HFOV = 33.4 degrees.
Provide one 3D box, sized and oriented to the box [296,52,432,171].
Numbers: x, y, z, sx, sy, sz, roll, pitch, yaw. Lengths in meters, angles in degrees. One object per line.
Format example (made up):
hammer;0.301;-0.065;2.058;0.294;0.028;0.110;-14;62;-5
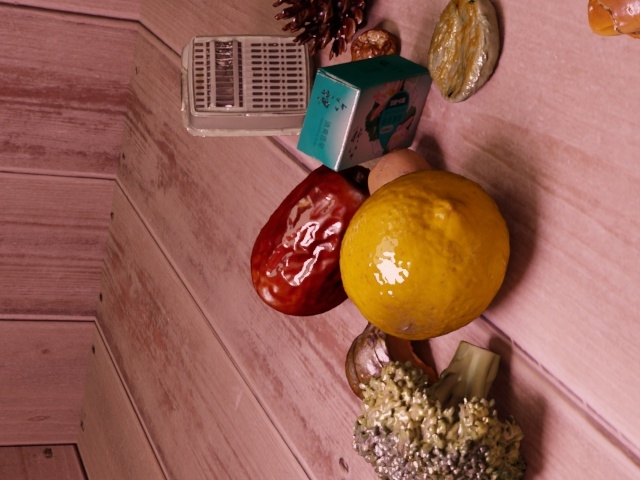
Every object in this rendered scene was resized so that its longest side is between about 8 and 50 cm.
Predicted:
box;0.079;-0.222;1.815;0.092;0.245;0.153;31;121;25

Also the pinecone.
pinecone;0.002;-0.459;2.078;0.207;0.207;0.208;-177;90;-65

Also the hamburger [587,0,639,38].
hamburger;0.417;-0.356;1.227;0.156;0.144;0.283;49;129;56

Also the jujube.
jujube;0.000;0.000;2.005;0.318;0.223;0.223;-58;36;30

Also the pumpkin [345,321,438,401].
pumpkin;0.112;0.167;1.841;0.131;0.126;0.248;-48;44;50

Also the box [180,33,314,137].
box;-0.156;-0.332;2.294;0.166;0.290;0.221;113;156;-78

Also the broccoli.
broccoli;0.172;0.284;1.595;0.288;0.235;0.260;21;111;26

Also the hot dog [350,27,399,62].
hot dog;0.093;-0.340;2.018;0.147;0.065;0.099;147;132;-63

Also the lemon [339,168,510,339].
lemon;0.156;0.028;1.627;0.310;0.253;0.254;126;140;-55

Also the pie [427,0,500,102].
pie;0.233;-0.316;1.739;0.187;0.041;0.187;-177;90;-66

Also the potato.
potato;0.147;-0.075;1.809;0.178;0.109;0.118;69;154;18
